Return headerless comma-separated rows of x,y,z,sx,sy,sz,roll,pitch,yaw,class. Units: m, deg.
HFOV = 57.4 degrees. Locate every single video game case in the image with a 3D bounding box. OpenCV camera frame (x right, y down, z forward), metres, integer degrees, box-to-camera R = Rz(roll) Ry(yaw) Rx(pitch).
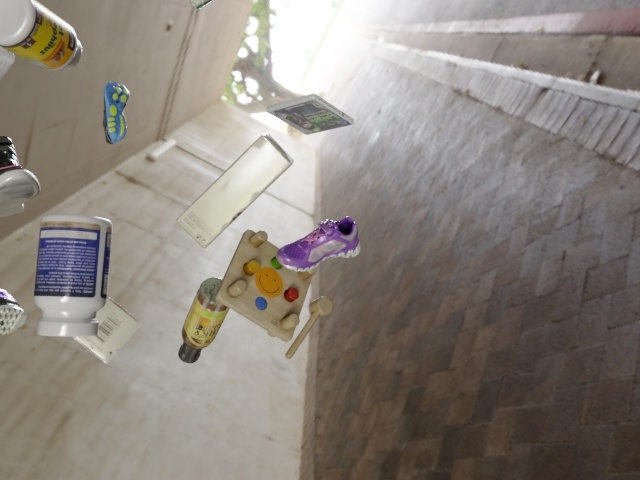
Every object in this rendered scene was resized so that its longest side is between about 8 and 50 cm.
-0.030,-0.357,1.672,0.190,0.173,0.022,-4,72,43,video game case

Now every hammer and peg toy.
-0.111,0.159,1.686,0.127,0.361,0.265,-33,29,45,hammer and peg toy

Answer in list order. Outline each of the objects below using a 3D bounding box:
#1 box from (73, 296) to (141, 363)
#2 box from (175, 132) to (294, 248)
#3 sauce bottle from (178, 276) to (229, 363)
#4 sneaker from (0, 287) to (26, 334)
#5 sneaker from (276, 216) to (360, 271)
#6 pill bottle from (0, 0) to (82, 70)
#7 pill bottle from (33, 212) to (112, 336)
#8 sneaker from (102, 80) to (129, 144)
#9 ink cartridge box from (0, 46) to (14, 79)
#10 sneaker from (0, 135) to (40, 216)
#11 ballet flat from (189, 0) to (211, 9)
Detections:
-0.632,0.266,1.733,0.148,0.127,0.232,-53,11,-19,box
-0.189,-0.114,1.308,0.275,0.094,0.113,-42,9,10,box
-0.361,0.257,1.795,0.111,0.112,0.344,-73,9,-49,sauce bottle
-0.855,0.142,1.361,0.102,0.293,0.146,-53,54,12,sneaker
0.000,0.000,1.440,0.095,0.237,0.104,51,144,36,sneaker
-0.598,-0.434,1.232,0.117,0.117,0.215,-63,-8,2,pill bottle
-0.555,0.079,1.309,0.153,0.153,0.264,154,119,-75,pill bottle
-0.548,-0.338,1.541,0.078,0.067,0.188,-28,60,44,sneaker
-0.962,-0.477,1.442,0.226,0.306,0.131,-34,63,28,ink cartridge box
-0.608,-0.135,1.097,0.296,0.105,0.146,-12,93,57,sneaker
-0.243,-0.664,1.469,0.241,0.077,0.091,-19,26,21,ballet flat
